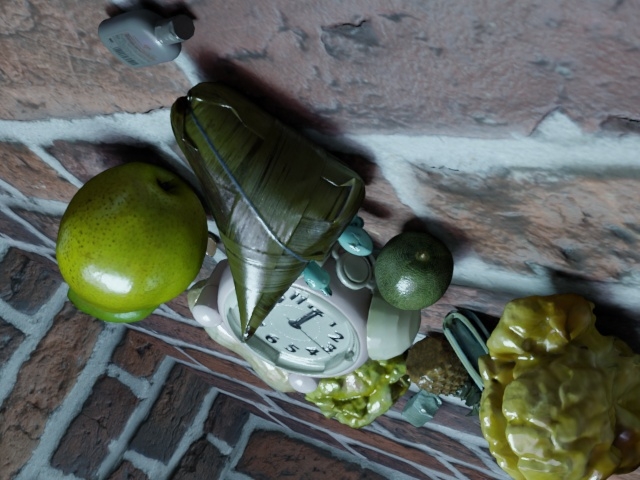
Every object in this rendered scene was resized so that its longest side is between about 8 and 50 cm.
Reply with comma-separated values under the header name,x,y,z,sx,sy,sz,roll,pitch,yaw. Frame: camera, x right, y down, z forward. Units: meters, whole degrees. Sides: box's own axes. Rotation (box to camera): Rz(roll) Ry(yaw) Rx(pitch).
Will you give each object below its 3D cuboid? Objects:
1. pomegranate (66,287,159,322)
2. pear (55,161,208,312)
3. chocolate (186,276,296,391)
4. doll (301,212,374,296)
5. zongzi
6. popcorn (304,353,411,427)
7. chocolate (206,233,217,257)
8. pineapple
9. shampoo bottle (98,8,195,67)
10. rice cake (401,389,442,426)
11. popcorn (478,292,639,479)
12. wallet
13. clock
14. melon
name,x,y,z,sx,sy,sz,roll,pitch,yaw
pomegranate,-0.432,0.048,1.729,0.260,0.260,0.340,27,-170,5
pear,-0.343,-0.005,1.427,0.294,0.294,0.294,25,160,10
chocolate,-0.128,0.180,1.538,0.309,0.134,0.134,40,158,-8
doll,0.000,0.000,1.153,0.158,0.159,0.059,16,-176,5
zongzi,-0.122,-0.032,1.061,0.286,0.300,0.138,32,-164,-8
popcorn,0.080,0.310,1.738,0.259,0.212,0.259,30,167,8
chocolate,-0.262,-0.008,1.657,0.100,0.031,0.064,22,142,7
pineapple,0.282,0.296,1.563,0.130,0.119,0.277,-20,133,40
shampoo bottle,-0.216,-0.258,0.979,0.165,0.040,0.080,4,147,48
rice cake,0.257,0.433,1.996,0.069,0.063,0.206,31,159,9
popcorn,0.338,0.219,1.108,0.225,0.265,0.332,12,137,48
wallet,0.317,0.242,1.358,0.250,0.075,0.176,45,-170,-40
clock,-0.024,0.105,1.355,0.342,0.184,0.326,33,144,-18
melon,0.138,0.044,1.141,0.114,0.114,0.167,27,161,5
